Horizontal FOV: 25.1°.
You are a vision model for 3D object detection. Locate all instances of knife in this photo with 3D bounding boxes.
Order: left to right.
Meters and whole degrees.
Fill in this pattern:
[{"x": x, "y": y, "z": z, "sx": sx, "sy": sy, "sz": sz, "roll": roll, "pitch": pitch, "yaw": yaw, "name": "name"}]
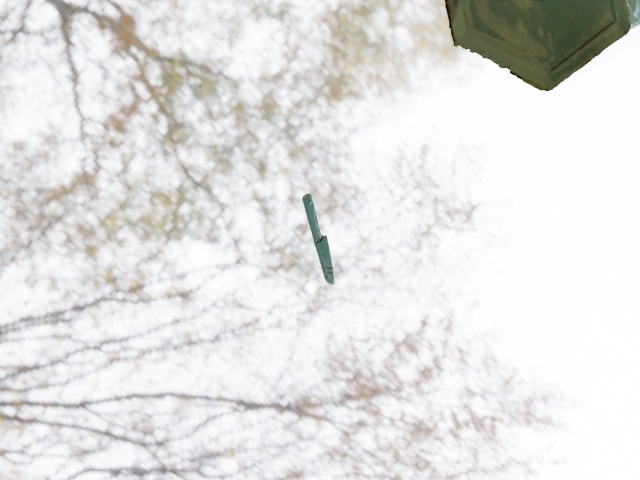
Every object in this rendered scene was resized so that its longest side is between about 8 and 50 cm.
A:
[{"x": 0.000, "y": 0.000, "z": 1.193, "sx": 0.014, "sy": 0.091, "sz": 0.005, "roll": -31, "pitch": -147, "yaw": -28, "name": "knife"}]

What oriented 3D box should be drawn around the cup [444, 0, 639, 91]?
[{"x": 0.161, "y": -0.173, "z": 0.748, "sx": 0.148, "sy": 0.236, "sz": 0.134, "roll": 53, "pitch": -46, "yaw": 5, "name": "cup"}]
